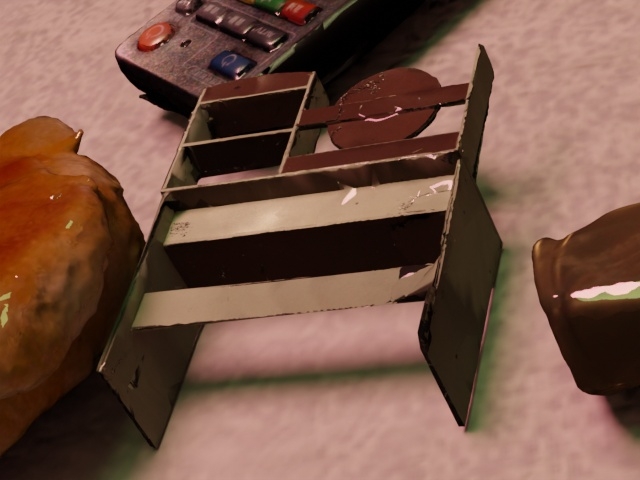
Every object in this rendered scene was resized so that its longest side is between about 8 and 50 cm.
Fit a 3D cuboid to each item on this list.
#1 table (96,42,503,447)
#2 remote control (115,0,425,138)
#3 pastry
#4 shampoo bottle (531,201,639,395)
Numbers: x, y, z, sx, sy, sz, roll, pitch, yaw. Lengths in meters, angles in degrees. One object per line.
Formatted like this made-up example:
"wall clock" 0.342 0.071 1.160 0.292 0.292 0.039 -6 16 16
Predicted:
"table" 0.000 0.000 0.628 0.146 0.062 0.175 -7 43 25
"remote control" 0.063 -0.192 0.816 0.399 0.062 0.144 -41 38 -15
"pastry" -0.185 0.040 0.648 0.229 0.100 0.218 -8 32 28
"shampoo bottle" 0.247 -0.016 0.480 0.350 0.084 0.125 -15 31 17
